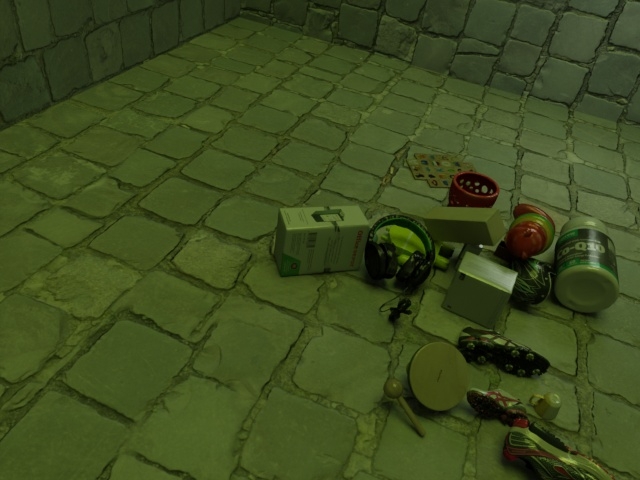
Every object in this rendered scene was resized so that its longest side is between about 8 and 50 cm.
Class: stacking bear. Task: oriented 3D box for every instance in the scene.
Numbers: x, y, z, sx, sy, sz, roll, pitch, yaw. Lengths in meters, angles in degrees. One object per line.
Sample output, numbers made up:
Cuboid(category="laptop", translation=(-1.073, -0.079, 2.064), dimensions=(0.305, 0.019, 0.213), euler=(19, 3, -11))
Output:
Cuboid(category="stacking bear", translation=(0.725, -0.015, 1.760), dimensions=(0.164, 0.175, 0.289), euler=(17, 19, 25))

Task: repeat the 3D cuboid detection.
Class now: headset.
Cuboid(category="headset", translation=(0.270, 0.076, 1.689), dimensions=(0.243, 0.185, 0.394), euler=(15, 61, -6))

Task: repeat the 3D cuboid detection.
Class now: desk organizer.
Cuboid(category="desk organizer", translation=(0.741, 0.055, 1.937), dimensions=(0.130, 0.050, 0.047), euler=(30, 44, 22))

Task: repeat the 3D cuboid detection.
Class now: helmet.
Cuboid(category="helmet", translation=(0.722, 0.140, 1.748), dimensions=(0.169, 0.169, 0.162), euler=(39, 31, 30))

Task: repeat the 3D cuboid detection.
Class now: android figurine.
Cuboid(category="android figurine", translation=(0.363, 0.018, 1.894), dimensions=(0.273, 0.056, 0.248), euler=(22, 42, 11))

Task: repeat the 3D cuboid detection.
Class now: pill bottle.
Cuboid(category="pill bottle", translation=(0.969, 0.076, 1.844), dimensions=(0.204, 0.204, 0.361), euler=(20, 40, 11))

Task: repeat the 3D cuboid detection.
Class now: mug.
Cuboid(category="mug", translation=(0.641, 0.464, 1.420), dimensions=(0.078, 0.064, 0.062), euler=(-2, 42, -14))

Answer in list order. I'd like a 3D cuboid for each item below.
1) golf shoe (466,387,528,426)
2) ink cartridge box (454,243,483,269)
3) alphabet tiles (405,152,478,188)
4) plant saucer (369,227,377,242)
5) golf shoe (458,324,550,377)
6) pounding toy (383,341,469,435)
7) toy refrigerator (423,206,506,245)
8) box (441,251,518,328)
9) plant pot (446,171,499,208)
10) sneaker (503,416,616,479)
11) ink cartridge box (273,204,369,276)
Cuboid(category="golf shoe", translation=(0.483, 0.447, 1.395), dimensions=(0.186, 0.067, 0.086), euler=(26, 32, -9))
Cuboid(category="ink cartridge box", translation=(0.550, 0.041, 1.846), dimensions=(0.056, 0.135, 0.099), euler=(23, 42, 10))
Cuboid(category="alphabet tiles", translation=(0.590, -0.333, 2.396), dimensions=(0.343, 0.011, 0.285), euler=(1, 41, -11))
Cuboid(category="plant saucer", translation=(0.163, -0.024, 1.927), dimensions=(0.119, 0.021, 0.119), euler=(6, 40, -5))
Cuboid(category="golf shoe", translation=(0.562, 0.327, 1.539), dimensions=(0.273, 0.105, 0.120), euler=(16, 33, 6))
Cuboid(category="pounding toy", translation=(0.289, 0.391, 1.398), dimensions=(0.237, 0.110, 0.183), euler=(-38, 92, -19))
Cuboid(category="toy refrigerator", translation=(0.509, -0.057, 1.788), dimensions=(0.094, 0.102, 0.269), euler=(-40, 26, -28))
Cuboid(category="box", translation=(0.522, 0.164, 1.658), dimensions=(0.182, 0.181, 0.119), euler=(25, 42, 16))
Cuboid(category="plant pot", translation=(0.616, -0.166, 2.075), dimensions=(0.191, 0.174, 0.191), euler=(7, 40, -6))
Cuboid(category="sneaker", translation=(0.605, 0.576, 1.259), dimensions=(0.299, 0.121, 0.112), euler=(31, 73, 21))
Cuboid(category="ink cartridge box", translation=(0.000, 0.000, 1.717), dimensions=(0.289, 0.211, 0.121), euler=(-3, 40, -18))
